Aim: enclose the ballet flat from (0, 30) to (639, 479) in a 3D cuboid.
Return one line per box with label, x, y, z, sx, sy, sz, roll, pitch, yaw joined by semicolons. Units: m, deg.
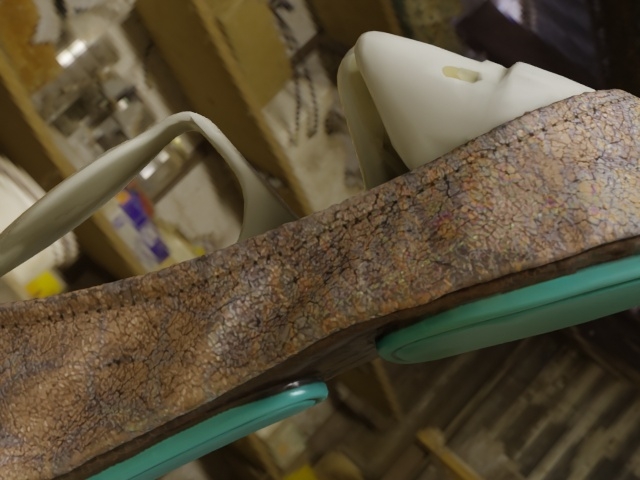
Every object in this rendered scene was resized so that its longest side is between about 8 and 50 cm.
ballet flat;0.000;0.000;0.385;0.107;0.316;0.106;57;12;-80
